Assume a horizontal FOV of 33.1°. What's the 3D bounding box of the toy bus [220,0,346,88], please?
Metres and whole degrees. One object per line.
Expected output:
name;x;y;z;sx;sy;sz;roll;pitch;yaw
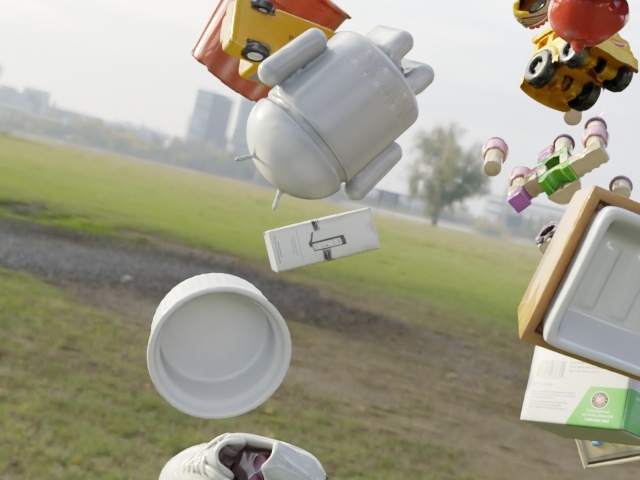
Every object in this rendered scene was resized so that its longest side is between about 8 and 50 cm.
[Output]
toy bus;-0.036;-0.343;2.032;0.333;0.108;0.130;15;-22;-27

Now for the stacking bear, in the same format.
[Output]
stacking bear;0.414;-0.419;1.570;0.164;0.289;0.175;3;36;-8

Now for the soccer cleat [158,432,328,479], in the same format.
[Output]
soccer cleat;-0.139;0.325;1.564;0.331;0.116;0.143;-9;-41;40

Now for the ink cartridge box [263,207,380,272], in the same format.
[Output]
ink cartridge box;0.000;0.000;2.096;0.203;0.085;0.148;-14;0;-7

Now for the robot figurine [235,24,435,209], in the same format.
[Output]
robot figurine;0.021;-0.208;1.794;0.300;0.353;0.200;51;-8;-25

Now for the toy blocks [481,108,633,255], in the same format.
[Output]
toy blocks;0.575;-0.180;2.580;0.309;0.289;0.260;51;25;-13

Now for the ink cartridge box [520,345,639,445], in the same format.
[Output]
ink cartridge box;0.469;0.178;1.768;0.122;0.289;0.211;25;-18;-33

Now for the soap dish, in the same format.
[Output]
soap dish;0.430;0.067;1.484;0.291;0.228;0.118;19;11;-21

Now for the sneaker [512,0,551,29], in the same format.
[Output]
sneaker;0.501;-0.542;2.290;0.088;0.225;0.093;52;22;23

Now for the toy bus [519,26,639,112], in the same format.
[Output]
toy bus;0.523;-0.389;2.153;0.150;0.211;0.220;25;-27;-23

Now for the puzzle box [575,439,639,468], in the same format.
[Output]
puzzle box;0.695;0.310;2.226;0.409;0.272;0.052;-21;-8;37

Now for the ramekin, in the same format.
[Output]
ramekin;-0.205;0.198;2.120;0.277;0.277;0.135;12;15;-17

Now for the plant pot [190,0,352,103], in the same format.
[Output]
plant pot;-0.119;-0.444;2.266;0.272;0.265;0.272;36;11;-8
